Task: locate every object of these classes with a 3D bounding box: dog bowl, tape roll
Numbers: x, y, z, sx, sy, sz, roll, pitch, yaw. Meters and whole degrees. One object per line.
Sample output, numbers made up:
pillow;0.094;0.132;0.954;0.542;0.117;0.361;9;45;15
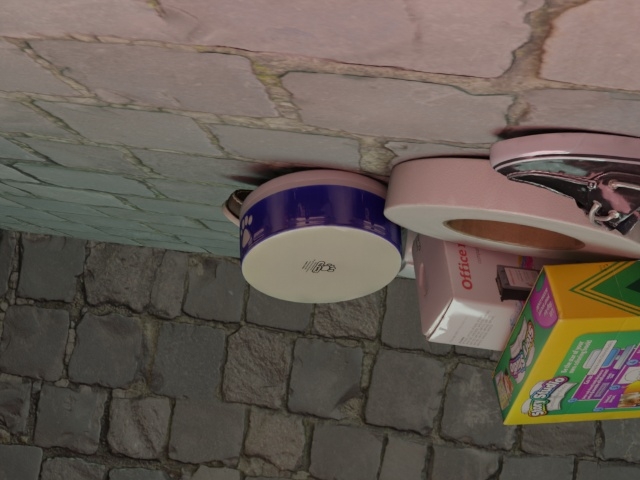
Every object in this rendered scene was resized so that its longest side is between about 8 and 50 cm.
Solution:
dog bowl;0.000;0.000;1.541;0.265;0.104;0.265;-2;150;-1
tape roll;0.287;-0.038;1.388;0.392;0.072;0.392;10;174;1

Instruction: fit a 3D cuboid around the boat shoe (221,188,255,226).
boat shoe;-0.023;-0.045;1.689;0.305;0.091;0.109;15;-146;-21

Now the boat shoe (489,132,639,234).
boat shoe;0.342;-0.058;1.082;0.301;0.102;0.108;7;174;2

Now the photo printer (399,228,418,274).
photo printer;0.315;0.038;1.961;0.308;0.107;0.256;8;174;-1

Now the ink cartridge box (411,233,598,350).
ink cartridge box;0.331;0.072;1.641;0.306;0.226;0.131;9;137;-15

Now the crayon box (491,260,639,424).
crayon box;0.465;0.165;1.486;0.313;0.106;0.363;-2;145;-5
